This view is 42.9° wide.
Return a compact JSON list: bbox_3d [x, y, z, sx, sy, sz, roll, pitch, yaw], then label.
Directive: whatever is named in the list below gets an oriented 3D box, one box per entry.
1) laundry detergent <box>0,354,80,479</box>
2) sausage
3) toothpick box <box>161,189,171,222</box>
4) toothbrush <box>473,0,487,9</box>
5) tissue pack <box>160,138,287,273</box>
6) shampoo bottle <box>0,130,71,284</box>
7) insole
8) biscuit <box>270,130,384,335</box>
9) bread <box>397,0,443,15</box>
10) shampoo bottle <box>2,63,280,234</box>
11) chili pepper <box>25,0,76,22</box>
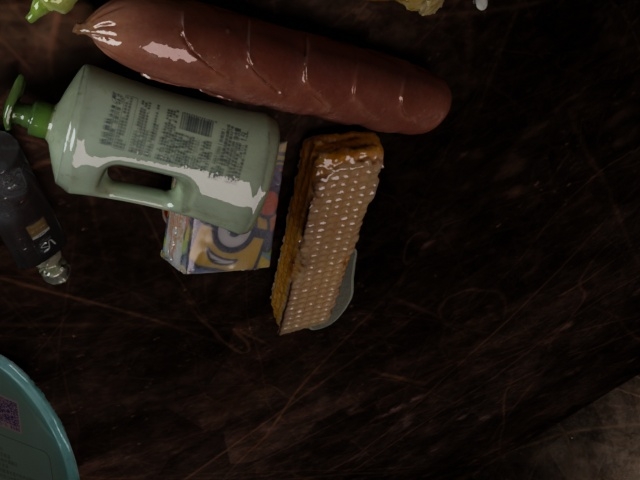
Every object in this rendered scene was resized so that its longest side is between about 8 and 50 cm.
[{"bbox_3d":[-0.490,0.312,0.948,0.305,0.287,0.287,-30,150,7],"label":"laundry detergent"},{"bbox_3d":[-0.021,-0.160,0.774,0.433,0.087,0.088,3,139,-40],"label":"sausage"},{"bbox_3d":[-0.135,-0.031,0.926,0.047,0.047,0.083,-41,148,24],"label":"toothpick box"},{"bbox_3d":[0.127,-0.297,0.736,0.026,0.022,0.263,-17,151,9],"label":"toothbrush"},{"bbox_3d":[-0.102,-0.044,0.862,0.109,0.060,0.148,-4,112,-36],"label":"tissue pack"},{"bbox_3d":[-0.294,-0.022,0.807,0.057,0.063,0.207,-28,150,-17],"label":"shampoo bottle"},{"bbox_3d":[0.020,0.078,1.257,0.080,0.003,0.232,-15,148,-19],"label":"insole"},{"bbox_3d":[0.000,0.000,1.064,0.094,0.054,0.378,-12,147,-19],"label":"biscuit"},{"bbox_3d":[0.084,-0.262,0.716,0.154,0.054,0.136,-4,148,-36],"label":"bread"},{"bbox_3d":[-0.163,-0.086,0.734,0.234,0.087,0.118,14,105,-21],"label":"shampoo bottle"},{"bbox_3d":[-0.134,-0.223,0.632,0.208,0.048,0.043,-22,-176,-13],"label":"chili pepper"}]
